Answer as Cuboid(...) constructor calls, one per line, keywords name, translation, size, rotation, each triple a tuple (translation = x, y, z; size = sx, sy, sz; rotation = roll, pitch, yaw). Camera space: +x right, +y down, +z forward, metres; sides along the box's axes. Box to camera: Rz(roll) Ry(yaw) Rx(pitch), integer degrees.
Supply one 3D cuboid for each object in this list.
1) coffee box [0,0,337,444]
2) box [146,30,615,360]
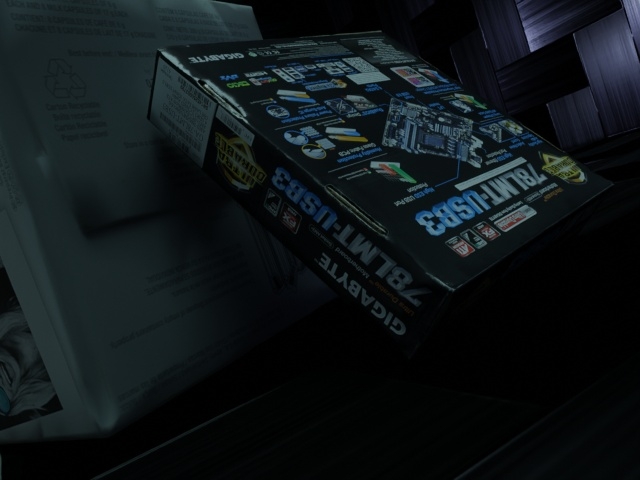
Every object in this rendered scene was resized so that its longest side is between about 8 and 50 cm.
Cuboid(name="coffee box", translation=(-0.233, -0.023, 0.606), size=(0.334, 0.338, 0.337), rotation=(-18, 3, 35))
Cuboid(name="box", translation=(0.061, -0.076, 0.491), size=(0.295, 0.293, 0.073), rotation=(-24, -32, -44))
